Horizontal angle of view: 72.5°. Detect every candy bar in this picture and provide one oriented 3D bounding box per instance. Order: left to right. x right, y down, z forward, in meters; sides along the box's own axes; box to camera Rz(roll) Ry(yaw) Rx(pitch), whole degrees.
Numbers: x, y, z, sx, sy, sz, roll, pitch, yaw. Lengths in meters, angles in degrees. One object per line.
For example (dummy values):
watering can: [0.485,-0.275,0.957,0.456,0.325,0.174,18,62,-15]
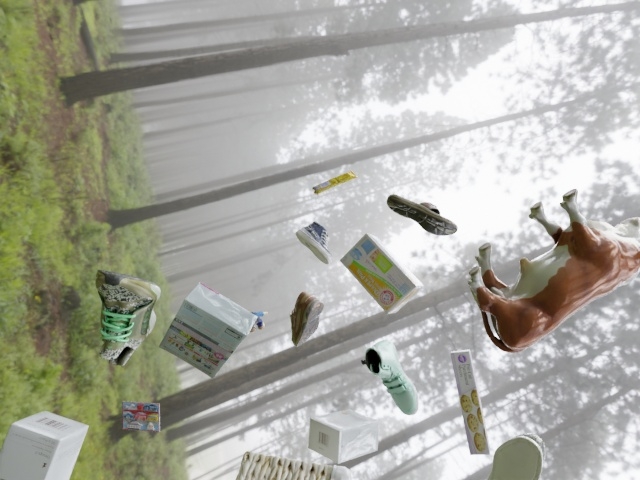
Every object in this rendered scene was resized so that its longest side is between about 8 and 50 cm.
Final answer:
candy bar: [0.047,-0.192,1.444,0.040,0.162,0.018,54,-17,36]

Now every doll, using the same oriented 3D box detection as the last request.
doll: [-0.256,0.293,1.618,0.189,0.129,0.046,74,-2,-65]

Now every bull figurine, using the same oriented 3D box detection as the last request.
bull figurine: [0.374,0.040,0.681,0.188,0.310,0.101,50,0,-4]

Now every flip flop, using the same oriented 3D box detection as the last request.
flip flop: [0.370,-0.103,1.565,0.277,0.080,0.112,27,-25,2]

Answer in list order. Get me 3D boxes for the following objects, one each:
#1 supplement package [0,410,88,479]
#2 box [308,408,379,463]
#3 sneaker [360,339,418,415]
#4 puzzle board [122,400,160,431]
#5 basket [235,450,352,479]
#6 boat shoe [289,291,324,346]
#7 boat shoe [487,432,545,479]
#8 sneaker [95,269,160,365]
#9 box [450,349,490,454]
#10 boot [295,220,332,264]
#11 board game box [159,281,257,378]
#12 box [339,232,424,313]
supplement package: [-0.559,0.449,0.855,0.105,0.105,0.179,89,18,-82]
box: [0.070,0.573,1.291,0.130,0.171,0.090,-2,-98,49]
sneaker: [0.220,0.457,1.418,0.094,0.151,0.255,-33,-110,29]
puzzle board: [-0.589,0.578,1.429,0.011,0.128,0.096,-32,124,-82]
basket: [-0.078,0.708,1.028,0.328,0.267,0.331,83,20,-51]
boat shoe: [-0.077,0.348,1.949,0.116,0.123,0.324,40,-48,25]
boat shoe: [0.510,0.591,1.130,0.109,0.091,0.304,37,-44,40]
sneaker: [-0.527,0.224,1.169,0.410,0.158,0.182,112,-14,-54]
box: [0.491,0.526,1.431,0.063,0.067,0.323,21,60,-67]
boot: [0.000,0.000,1.438,0.190,0.086,0.069,42,-20,41]
board game box: [-0.379,0.306,1.454,0.224,0.097,0.303,34,-54,-7]
box: [0.171,0.092,1.213,0.203,0.114,0.103,48,14,21]
